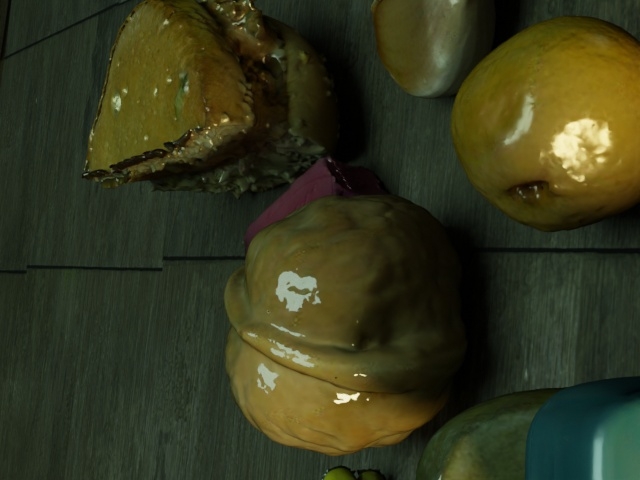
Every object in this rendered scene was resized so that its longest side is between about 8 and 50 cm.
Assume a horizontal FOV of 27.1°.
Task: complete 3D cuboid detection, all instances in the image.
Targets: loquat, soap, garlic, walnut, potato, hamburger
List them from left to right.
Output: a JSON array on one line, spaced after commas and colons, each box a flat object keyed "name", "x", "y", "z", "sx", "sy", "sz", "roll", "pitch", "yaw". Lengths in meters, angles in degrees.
[{"name": "hamburger", "x": -0.143, "y": -0.209, "z": 1.815, "sx": 0.445, "sy": 0.268, "sz": 0.287, "roll": -9, "pitch": 77, "yaw": 62}, {"name": "soap", "x": 0.000, "y": 0.000, "z": 1.700, "sx": 0.250, "sy": 0.099, "sz": 0.162, "roll": -42, "pitch": 41, "yaw": 46}, {"name": "walnut", "x": 0.026, "y": 0.095, "z": 1.473, "sx": 0.285, "sy": 0.285, "sz": 0.297, "roll": 43, "pitch": 125, "yaw": 54}, {"name": "garlic", "x": 0.140, "y": -0.274, "z": 1.533, "sx": 0.228, "sy": 0.110, "sz": 0.217, "roll": 177, "pitch": 89, "yaw": -69}, {"name": "potato", "x": 0.201, "y": 0.181, "z": 1.168, "sx": 0.269, "sy": 0.255, "sz": 0.112, "roll": -21, "pitch": 66, "yaw": 55}, {"name": "loquat", "x": 0.228, "y": -0.110, "z": 1.254, "sx": 0.208, "sy": 0.208, "sz": 0.208, "roll": -21, "pitch": 65, "yaw": 55}]

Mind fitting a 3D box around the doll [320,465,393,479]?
[{"name": "doll", "x": 0.064, "y": 0.331, "z": 1.476, "sx": 0.221, "sy": 0.142, "sz": 0.135, "roll": 29, "pitch": 105, "yaw": 65}]

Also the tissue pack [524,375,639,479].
[{"name": "tissue pack", "x": 0.293, "y": 0.201, "z": 0.989, "sx": 0.206, "sy": 0.287, "sz": 0.198, "roll": 128, "pitch": 143, "yaw": -74}]
